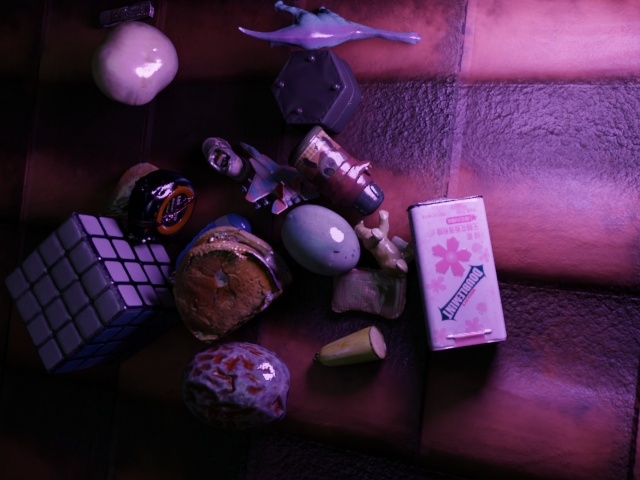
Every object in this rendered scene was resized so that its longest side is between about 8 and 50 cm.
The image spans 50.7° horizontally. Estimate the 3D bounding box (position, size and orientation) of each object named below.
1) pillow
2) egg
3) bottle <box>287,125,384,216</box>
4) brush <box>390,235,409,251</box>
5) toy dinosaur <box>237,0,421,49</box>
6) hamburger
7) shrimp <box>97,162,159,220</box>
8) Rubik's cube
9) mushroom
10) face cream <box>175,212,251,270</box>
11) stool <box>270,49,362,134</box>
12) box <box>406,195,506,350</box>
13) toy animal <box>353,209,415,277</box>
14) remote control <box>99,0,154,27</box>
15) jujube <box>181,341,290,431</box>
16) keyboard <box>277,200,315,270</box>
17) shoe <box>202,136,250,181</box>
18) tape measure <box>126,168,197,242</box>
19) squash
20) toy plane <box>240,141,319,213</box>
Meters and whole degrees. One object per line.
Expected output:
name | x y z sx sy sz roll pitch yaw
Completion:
pillow | 0.130 0.135 1.820 0.211 0.034 0.135 5 86 23
egg | 0.000 0.000 1.807 0.236 0.169 0.169 33 100 25
bottle | 0.055 -0.180 1.801 0.271 0.143 0.156 39 129 -3
brush | 0.257 0.043 1.773 0.178 0.030 0.033 31 109 22
toy dinosaur | 0.034 -0.541 1.770 0.330 0.383 0.129 25 124 36
hamburger | -0.259 0.109 1.859 0.318 0.195 0.277 -31 100 20
shrimp | -0.607 -0.105 2.142 0.168 0.077 0.317 41 100 18
Rubik's cube | -0.648 0.157 2.001 0.344 0.337 0.344 -38 73 19
mushroom | -0.578 -0.542 2.088 0.234 0.260 0.254 6 100 60
face cream | -0.306 0.027 1.993 0.264 0.083 0.149 -44 85 15
stool | -0.010 -0.405 1.856 0.232 0.141 0.232 -1 87 23
box | 0.332 0.076 1.673 0.190 0.112 0.370 -7 83 -1
toy animal | 0.162 0.014 1.779 0.219 0.103 0.101 51 138 19
remote control | -0.636 -0.740 2.218 0.212 0.028 0.059 -2 82 23
jujube | -0.224 0.403 1.862 0.308 0.215 0.247 -8 84 22
keyboard | -0.068 0.000 1.924 0.072 0.023 0.231 32 100 15
shoe | -0.297 -0.243 2.000 0.180 0.092 0.089 39 103 21
tape measure | -0.473 -0.107 2.004 0.135 0.223 0.202 27 117 25
squash | 0.066 0.299 1.822 0.224 0.094 0.094 -21 78 30
toy plane | -0.148 -0.186 1.918 0.326 0.222 0.104 42 147 43
